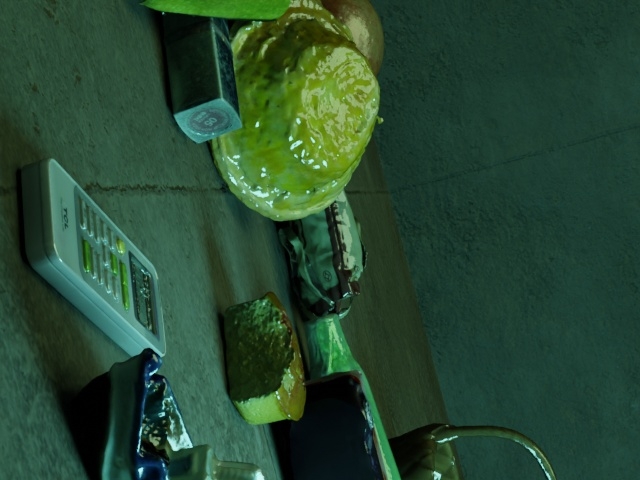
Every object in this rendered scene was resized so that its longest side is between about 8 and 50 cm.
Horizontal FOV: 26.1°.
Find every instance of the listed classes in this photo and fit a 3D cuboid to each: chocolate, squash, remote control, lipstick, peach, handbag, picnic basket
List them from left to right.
[{"bbox_3d":[-0.199,0.024,1.235,0.250,0.034,0.103,59,19,-60],"label":"remote control"},{"bbox_3d":[-0.159,-0.265,1.770,0.077,0.076,0.289,51,23,-54],"label":"lipstick"},{"bbox_3d":[-0.138,-0.369,1.716,0.252,0.093,0.169,-6,68,-52],"label":"squash"},{"bbox_3d":[-0.031,-0.303,2.097,0.252,0.252,0.252,-15,90,-80],"label":"peach"},{"bbox_3d":[0.000,0.000,2.132,0.213,0.127,0.235,123,-38,-70],"label":"handbag"},{"bbox_3d":[0.038,0.253,2.053,0.110,0.110,0.291,19,54,-78],"label":"chocolate"},{"bbox_3d":[0.246,0.440,2.295,0.337,0.337,0.293,-55,130,-77],"label":"picnic basket"}]

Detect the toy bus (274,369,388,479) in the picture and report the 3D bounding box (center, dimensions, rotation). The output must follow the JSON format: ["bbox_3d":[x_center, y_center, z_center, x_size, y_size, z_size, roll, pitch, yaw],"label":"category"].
[{"bbox_3d":[0.030,0.321,1.806,0.147,0.127,0.302,-35,110,-83],"label":"toy bus"}]

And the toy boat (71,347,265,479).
[{"bbox_3d":[-0.122,0.189,1.182,0.114,0.115,0.262,-94,165,-48],"label":"toy boat"}]

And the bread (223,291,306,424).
[{"bbox_3d":[-0.062,0.149,1.666,0.125,0.086,0.156,59,20,-63],"label":"bread"}]

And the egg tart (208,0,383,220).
[{"bbox_3d":[-0.018,-0.183,1.883,0.319,0.128,0.319,-5,98,-42],"label":"egg tart"}]
